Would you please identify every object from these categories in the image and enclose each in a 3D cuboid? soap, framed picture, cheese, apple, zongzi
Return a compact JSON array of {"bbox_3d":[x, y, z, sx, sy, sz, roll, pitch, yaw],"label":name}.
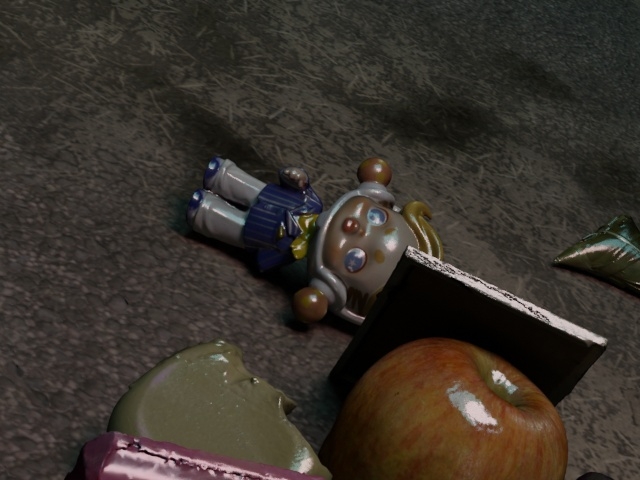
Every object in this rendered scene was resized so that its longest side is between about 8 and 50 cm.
[{"bbox_3d":[-0.087,0.248,1.456,0.250,0.162,0.099,14,31,-20],"label":"soap"},{"bbox_3d":[0.134,0.115,1.781,0.209,0.281,0.019,26,60,-2],"label":"framed picture"},{"bbox_3d":[-0.082,0.190,1.586,0.175,0.091,0.202,-35,56,-26],"label":"cheese"},{"bbox_3d":[0.113,0.194,1.681,0.211,0.188,0.211,28,19,-11],"label":"apple"},{"bbox_3d":[0.376,0.054,2.313,0.130,0.062,0.154,-28,73,-33],"label":"zongzi"}]

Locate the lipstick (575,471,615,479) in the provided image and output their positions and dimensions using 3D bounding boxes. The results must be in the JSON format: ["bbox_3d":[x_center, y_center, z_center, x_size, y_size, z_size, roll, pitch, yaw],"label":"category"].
[{"bbox_3d":[0.159,0.304,1.560,0.081,0.081,0.299,38,54,21],"label":"lipstick"}]

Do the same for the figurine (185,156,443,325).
[{"bbox_3d":[-0.007,0.008,1.989,0.274,0.133,0.194,2,63,2],"label":"figurine"}]
